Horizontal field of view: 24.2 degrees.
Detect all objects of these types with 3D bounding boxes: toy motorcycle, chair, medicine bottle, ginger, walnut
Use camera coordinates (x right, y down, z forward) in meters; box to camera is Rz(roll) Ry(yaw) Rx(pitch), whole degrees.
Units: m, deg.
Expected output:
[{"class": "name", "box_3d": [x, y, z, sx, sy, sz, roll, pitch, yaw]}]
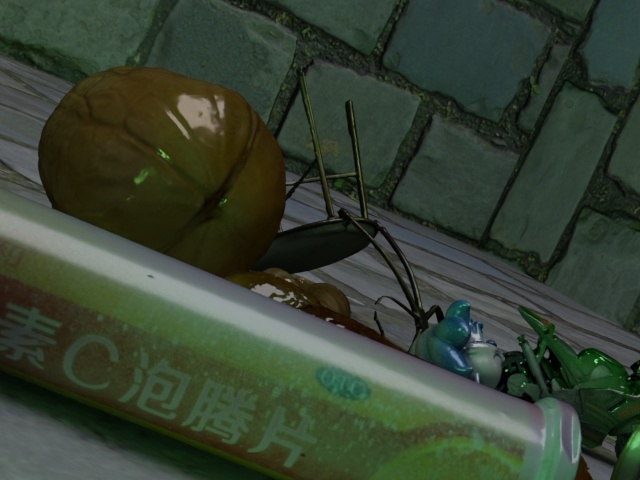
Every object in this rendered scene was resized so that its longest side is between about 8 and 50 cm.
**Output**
[{"class": "toy motorcycle", "box_3d": [0.254, 0.143, 1.414, 0.190, 0.106, 0.074, 26, 5, 3]}, {"class": "chair", "box_3d": [0.000, 0.000, 1.552, 0.160, 0.170, 0.325, 23, 48, -63]}, {"class": "medicine bottle", "box_3d": [-0.074, 0.063, 0.807, 0.426, 0.108, 0.108, 22, 6, -8]}, {"class": "ginger", "box_3d": [0.012, 0.077, 1.267, 0.193, 0.052, 0.176, 27, 6, 12]}, {"class": "walnut", "box_3d": [-0.131, -0.049, 1.201, 0.193, 0.193, 0.226, 20, 4, -39]}]

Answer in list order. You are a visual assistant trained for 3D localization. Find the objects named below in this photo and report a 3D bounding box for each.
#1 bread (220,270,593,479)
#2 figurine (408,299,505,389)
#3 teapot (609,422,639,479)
[{"class": "bread", "box_3d": [0.063, 0.117, 0.959, 0.344, 0.084, 0.124, 27, 6, 18]}, {"class": "figurine", "box_3d": [0.109, 0.112, 1.194, 0.079, 0.114, 0.114, 3, 7, -2]}, {"class": "teapot", "box_3d": [0.274, 0.199, 1.079, 0.092, 0.090, 0.124, 21, 12, -39]}]
